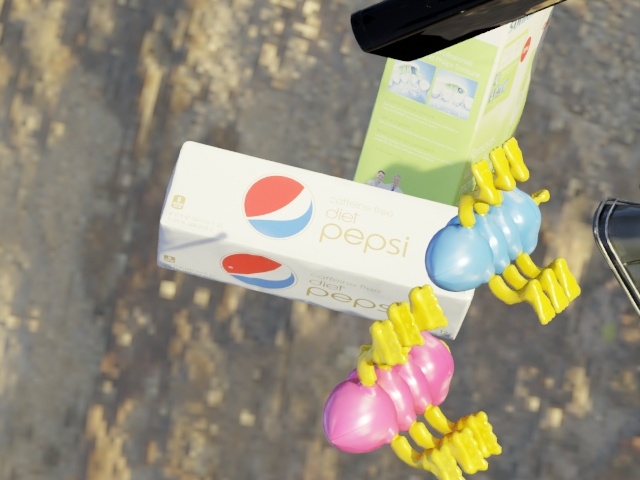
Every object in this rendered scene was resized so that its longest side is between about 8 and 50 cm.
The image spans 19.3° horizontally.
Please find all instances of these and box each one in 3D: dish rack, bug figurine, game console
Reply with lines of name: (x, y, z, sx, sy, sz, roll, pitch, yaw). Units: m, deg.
dish rack: (0.392, -0.031, 1.881, 0.074, 0.208, 0.271, -2, 42, 43)
bug figurine: (0.091, 0.102, 0.918, 0.072, 0.216, 0.279, -17, 98, 40)
game console: (0.103, -0.208, 1.526, 0.213, 0.361, 0.044, -20, 83, 21)

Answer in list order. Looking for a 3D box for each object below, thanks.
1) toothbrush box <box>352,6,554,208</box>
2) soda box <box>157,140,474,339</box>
toothbrush box: (0.151, -0.178, 2.030, 0.122, 0.206, 0.283, 21, 116, 15)
soda box: (0.000, 0.000, 1.289, 0.074, 0.216, 0.069, 103, 180, -65)
